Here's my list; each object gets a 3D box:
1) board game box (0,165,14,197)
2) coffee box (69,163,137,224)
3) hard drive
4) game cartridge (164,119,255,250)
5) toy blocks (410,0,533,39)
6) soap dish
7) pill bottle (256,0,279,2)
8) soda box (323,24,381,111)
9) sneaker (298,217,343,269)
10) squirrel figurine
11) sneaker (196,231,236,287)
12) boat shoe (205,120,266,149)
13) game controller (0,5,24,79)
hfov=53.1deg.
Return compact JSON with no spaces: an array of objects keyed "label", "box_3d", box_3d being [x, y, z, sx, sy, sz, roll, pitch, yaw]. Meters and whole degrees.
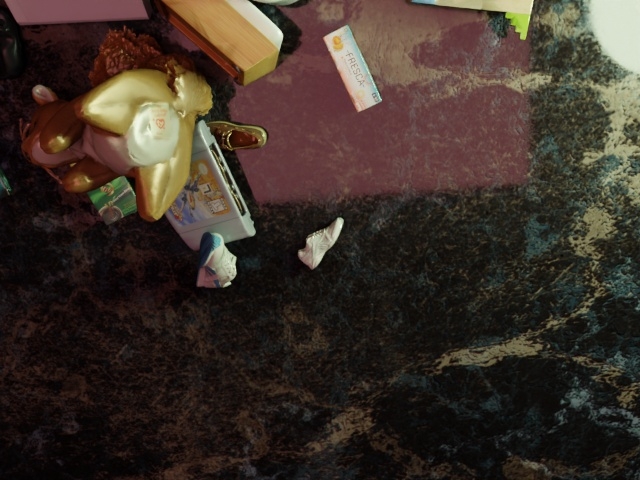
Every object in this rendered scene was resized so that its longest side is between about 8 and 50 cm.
[{"label":"board game box","box_3d":[-0.881,-0.146,1.608,0.186,0.026,0.126,-18,106,11]},{"label":"coffee box","box_3d":[-0.522,-0.141,1.571,0.113,0.040,0.184,-23,105,12]},{"label":"hard drive","box_3d":[-0.543,-0.562,1.378,0.308,0.040,0.203,0,146,6]},{"label":"game cartridge","box_3d":[-0.298,-0.120,1.527,0.198,0.062,0.297,-16,111,20]},{"label":"toy blocks","box_3d":[0.317,-0.616,1.286,0.261,0.191,0.381,11,110,13]},{"label":"soap dish","box_3d":[-0.218,-0.455,1.337,0.291,0.229,0.118,40,89,-9]},{"label":"pill bottle","box_3d":[-0.100,-0.553,1.269,0.160,0.283,0.160,1,108,4]},{"label":"soda box","box_3d":[0.072,-0.384,1.430,0.063,0.058,0.183,-24,106,12]},{"label":"sneaker","box_3d":[0.000,0.000,1.568,0.061,0.053,0.152,36,108,-4]},{"label":"squirrel figurine","box_3d":[-0.450,-0.269,1.396,0.370,0.397,0.281,5,142,36]},{"label":"sneaker","box_3d":[-0.246,0.046,1.544,0.092,0.228,0.087,5,65,-12]},{"label":"boat shoe","box_3d":[-0.218,-0.243,1.500,0.178,0.060,0.064,3,109,4]},{"label":"game controller","box_3d":[-0.853,-0.458,1.492,0.319,0.067,0.166,2,123,5]}]
